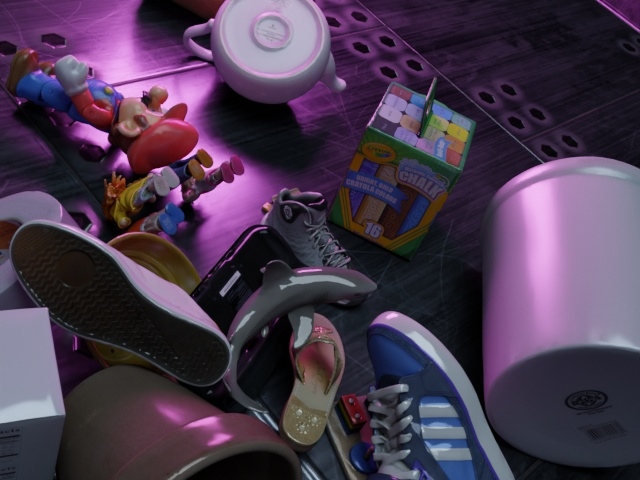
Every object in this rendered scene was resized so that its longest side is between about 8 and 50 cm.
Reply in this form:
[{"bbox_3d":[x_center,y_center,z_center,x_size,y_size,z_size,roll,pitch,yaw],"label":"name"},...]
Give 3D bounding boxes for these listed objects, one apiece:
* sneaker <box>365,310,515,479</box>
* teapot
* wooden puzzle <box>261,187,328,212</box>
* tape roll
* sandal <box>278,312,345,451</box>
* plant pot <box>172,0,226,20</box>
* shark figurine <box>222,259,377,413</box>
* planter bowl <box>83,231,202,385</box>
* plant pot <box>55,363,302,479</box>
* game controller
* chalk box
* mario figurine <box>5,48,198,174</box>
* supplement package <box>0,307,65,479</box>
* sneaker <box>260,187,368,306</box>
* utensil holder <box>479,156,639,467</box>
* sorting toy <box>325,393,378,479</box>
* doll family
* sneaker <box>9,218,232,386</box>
[{"bbox_3d":[0.098,0.279,1.004,0.236,0.130,0.323,-31,90,-32],"label":"sneaker"},{"bbox_3d":[-0.108,-0.376,1.575,0.252,0.187,0.256,-32,82,-14],"label":"teapot"},{"bbox_3d":[-0.044,-0.063,1.412,0.078,0.014,0.116,43,45,17],"label":"wooden puzzle"},{"bbox_3d":[-0.410,0.036,1.007,0.219,0.072,0.219,-15,42,14],"label":"tape roll"},{"bbox_3d":[0.000,0.174,1.090,0.088,0.079,0.240,22,42,-8],"label":"sandal"},{"bbox_3d":[-0.211,-0.568,1.700,0.254,0.237,0.237,40,42,-8],"label":"plant pot"},{"bbox_3d":[-0.070,0.089,1.045,0.166,0.116,0.278,30,54,27],"label":"shark figurine"},{"bbox_3d":[-0.258,0.104,1.061,0.217,0.090,0.217,25,57,-48],"label":"planter bowl"},{"bbox_3d":[-0.191,0.263,0.878,0.263,0.263,0.229,-20,41,-38],"label":"plant pot"},{"bbox_3d":[-0.109,0.109,1.144,0.166,0.067,0.319,47,41,-11],"label":"game controller"},{"bbox_3d":[0.156,-0.147,1.387,0.179,0.289,0.180,27,43,1],"label":"chalk box"},{"bbox_3d":[-0.348,-0.243,1.327,0.320,0.170,0.198,25,36,3],"label":"mario figurine"},{"bbox_3d":[-0.359,0.200,0.831,0.134,0.244,0.139,-3,50,-28],"label":"supplement package"},{"bbox_3d":[0.000,0.000,1.283,0.228,0.132,0.086,39,44,15],"label":"sneaker"},{"bbox_3d":[0.414,0.110,1.238,0.327,0.327,0.385,21,44,-6],"label":"utensil holder"},{"bbox_3d":[0.091,0.274,1.122,0.274,0.046,0.132,-4,51,-29],"label":"sorting toy"},{"bbox_3d":[-0.254,-0.084,1.235,0.118,0.163,0.263,58,42,-13],"label":"doll family"},{"bbox_3d":[-0.242,0.076,0.951,0.290,0.106,0.123,38,0,-13],"label":"sneaker"}]
